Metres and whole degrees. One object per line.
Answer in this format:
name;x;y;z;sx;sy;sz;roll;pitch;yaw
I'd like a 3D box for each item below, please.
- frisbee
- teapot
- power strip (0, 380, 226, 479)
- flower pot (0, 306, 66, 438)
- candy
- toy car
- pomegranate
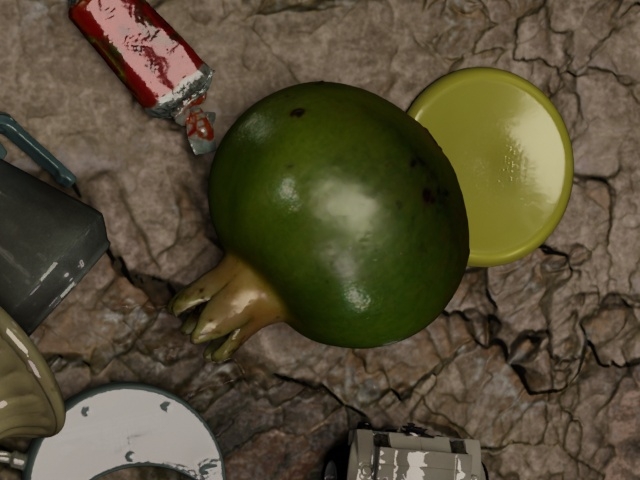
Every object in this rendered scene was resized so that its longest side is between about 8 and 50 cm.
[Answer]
frisbee;0.193;-0.086;2.098;0.236;0.017;0.236;0;90;-18
teapot;-0.338;-0.030;1.872;0.225;0.171;0.203;43;47;-6
power strip;-0.231;0.240;1.951;0.253;0.054;0.168;-8;90;-17
flower pot;-0.404;0.187;1.785;0.244;0.307;0.307;-44;102;-27
candy;-0.199;-0.216;1.955;0.086;0.059;0.292;-42;101;-11
toy car;0.099;0.357;2.001;0.193;0.118;0.301;8;77;-18
pomegranate;0.000;0.000;1.936;0.358;0.216;0.310;-40;104;-12
